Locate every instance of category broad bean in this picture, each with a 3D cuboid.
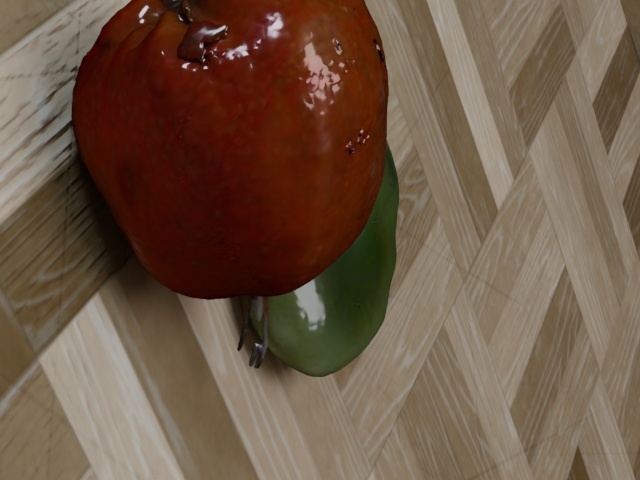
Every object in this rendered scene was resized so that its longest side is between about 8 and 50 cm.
[{"bbox_3d":[0.000,0.000,1.196,0.169,0.100,0.228,49,51,-33],"label":"broad bean"}]

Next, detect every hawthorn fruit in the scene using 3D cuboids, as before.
[{"bbox_3d":[-0.051,-0.046,1.001,0.211,0.211,0.299,-51,138,-57],"label":"hawthorn fruit"}]
